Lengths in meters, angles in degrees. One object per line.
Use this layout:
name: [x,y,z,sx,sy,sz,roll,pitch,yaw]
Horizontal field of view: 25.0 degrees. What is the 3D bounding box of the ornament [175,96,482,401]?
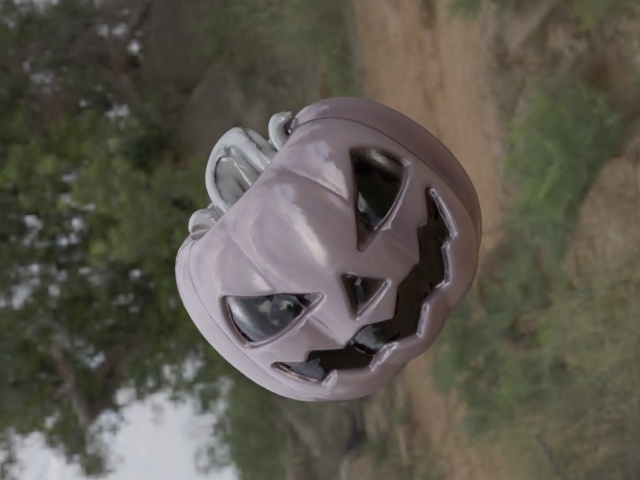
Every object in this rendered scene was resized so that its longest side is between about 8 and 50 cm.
ornament: [0.000,0.000,0.834,0.177,0.178,0.177,173,90,-86]
